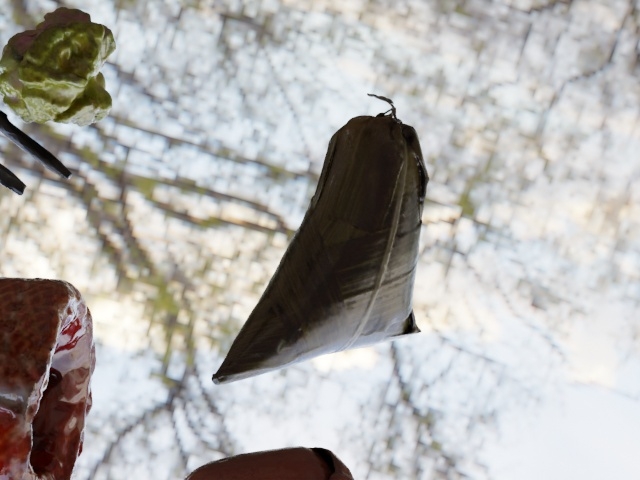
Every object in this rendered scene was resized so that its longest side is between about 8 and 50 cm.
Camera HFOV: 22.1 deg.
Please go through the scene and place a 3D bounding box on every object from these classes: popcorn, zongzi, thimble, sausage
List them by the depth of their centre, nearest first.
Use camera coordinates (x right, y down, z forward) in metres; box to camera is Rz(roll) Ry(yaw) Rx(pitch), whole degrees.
[{"bbox_3d":[0.000,0.000,1.524,0.111,0.248,0.241,20,-157,38],"label":"zongzi"},{"bbox_3d":[-0.291,-0.188,1.808,0.125,0.126,0.145,1,-134,4],"label":"popcorn"},{"bbox_3d":[-0.437,0.206,2.139,0.230,0.350,0.350,5,-162,5],"label":"thimble"},{"bbox_3d":[-0.083,0.396,2.513,0.279,0.152,0.152,-9,-159,-1],"label":"sausage"}]

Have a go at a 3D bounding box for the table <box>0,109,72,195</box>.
[{"bbox_3d":[-0.447,-0.104,1.873,0.249,0.317,0.317,44,-167,-15],"label":"table"}]
